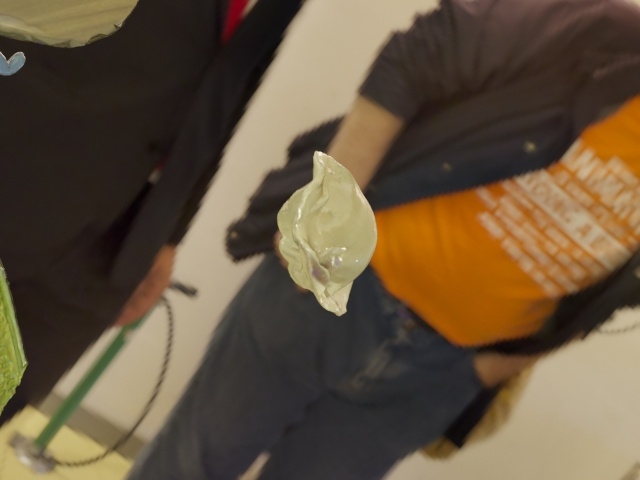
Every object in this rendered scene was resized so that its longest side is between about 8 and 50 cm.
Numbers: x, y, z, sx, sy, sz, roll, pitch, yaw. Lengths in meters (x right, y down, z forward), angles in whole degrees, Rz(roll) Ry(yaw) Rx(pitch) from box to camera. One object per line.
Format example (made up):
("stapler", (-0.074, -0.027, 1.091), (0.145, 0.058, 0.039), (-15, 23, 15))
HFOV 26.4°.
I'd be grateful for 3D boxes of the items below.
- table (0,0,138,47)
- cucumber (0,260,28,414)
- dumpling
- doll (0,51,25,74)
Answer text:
("table", (-0.234, -0.310, 0.984), (0.317, 0.317, 0.249), (31, 15, -20))
("cucumber", (-0.300, 0.050, 1.170), (0.046, 0.220, 0.070), (2, 22, 35))
("dumpling", (0.000, 0.000, 1.486), (0.108, 0.188, 0.127), (4, 24, 24))
("doll", (-0.350, -0.162, 1.167), (0.206, 0.110, 0.067), (7, 7, -38))
